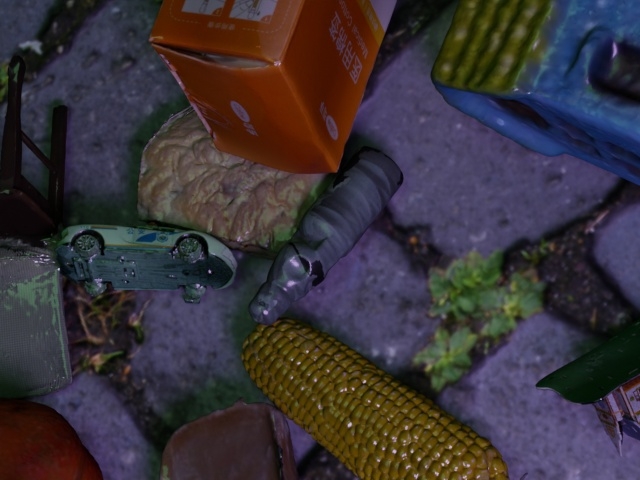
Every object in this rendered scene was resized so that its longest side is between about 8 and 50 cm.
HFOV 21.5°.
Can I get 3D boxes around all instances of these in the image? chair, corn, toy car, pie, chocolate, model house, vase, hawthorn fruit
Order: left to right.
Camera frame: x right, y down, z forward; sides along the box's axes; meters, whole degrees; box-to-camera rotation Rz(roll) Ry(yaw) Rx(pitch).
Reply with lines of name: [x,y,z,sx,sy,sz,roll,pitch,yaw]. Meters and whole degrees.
hawthorn fruit: [-0.351,0.242,1.674,0.243,0.207,0.207,21,83,23]
chair: [-0.351,-0.009,1.746,0.160,0.186,0.319,-4,73,11]
toy car: [-0.177,0.017,1.728,0.186,0.093,0.058,2,55,3]
pie: [-0.082,-0.075,1.747,0.218,0.052,0.185,15,82,21]
chocolate: [-0.066,0.290,1.632,0.161,0.083,0.261,-18,70,30]
vase: [0.000,0.000,1.669,0.060,0.060,0.211,31,70,22]
corn: [0.051,0.172,1.614,0.305,0.106,0.106,36,89,24]
model house: [0.261,-0.203,1.598,0.303,0.215,0.237,22,84,26]
model house: [0.302,0.137,1.556,0.167,0.117,0.088,-30,104,-15]

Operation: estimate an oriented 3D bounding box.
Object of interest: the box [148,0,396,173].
box: [-0.022,-0.264,1.660,0.143,0.225,0.341,10,68,20]
